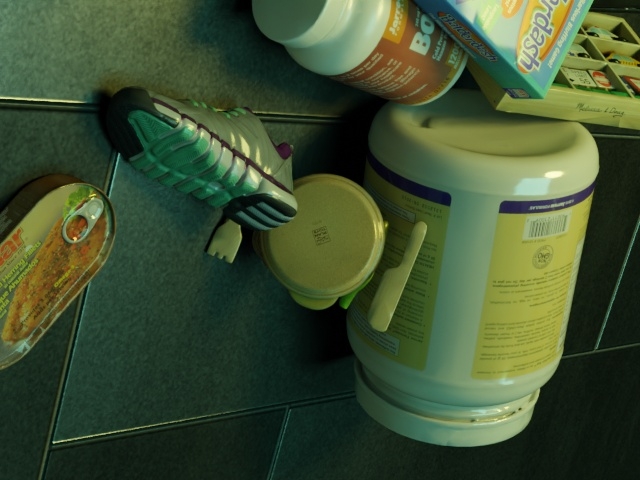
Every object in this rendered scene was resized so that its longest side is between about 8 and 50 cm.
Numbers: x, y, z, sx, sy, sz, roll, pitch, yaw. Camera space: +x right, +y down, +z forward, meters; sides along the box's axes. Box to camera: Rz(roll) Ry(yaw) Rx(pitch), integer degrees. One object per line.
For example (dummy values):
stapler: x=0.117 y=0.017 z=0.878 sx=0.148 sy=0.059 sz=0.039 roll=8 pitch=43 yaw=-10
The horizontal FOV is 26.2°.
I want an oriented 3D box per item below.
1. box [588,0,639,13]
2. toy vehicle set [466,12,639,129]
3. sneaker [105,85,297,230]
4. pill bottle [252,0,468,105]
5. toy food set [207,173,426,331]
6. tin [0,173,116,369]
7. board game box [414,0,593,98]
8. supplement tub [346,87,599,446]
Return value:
box: x=0.294 y=-0.371 z=1.348 sx=0.257 sy=0.079 sz=0.322 roll=-1 pitch=138 yaw=-14
toy vehicle set: x=0.261 y=-0.192 z=1.471 sx=0.266 sy=0.166 sz=0.035 roll=3 pitch=134 yaw=-34
sneaker: x=-0.107 y=-0.095 z=1.255 sx=0.223 sy=0.083 sz=0.098 roll=36 pitch=46 yaw=-42
pill bottle: x=0.039 y=-0.206 z=1.294 sx=0.216 sy=0.121 sz=0.121 roll=11 pitch=103 yaw=-52
toy food set: x=0.000 y=0.000 z=1.354 sx=0.038 sy=0.192 sz=0.132 roll=23 pitch=92 yaw=-85
tin: x=-0.253 y=0.026 z=1.168 sx=0.190 sy=0.040 sz=0.106 roll=-50 pitch=145 yaw=-16
board game box: x=0.168 y=-0.255 z=1.282 sx=0.210 sy=0.047 sz=0.160 roll=37 pitch=73 yaw=-34
supplement tub: x=0.154 y=0.027 z=1.469 sx=0.241 sy=0.241 sz=0.331 roll=-19 pitch=125 yaw=-42
